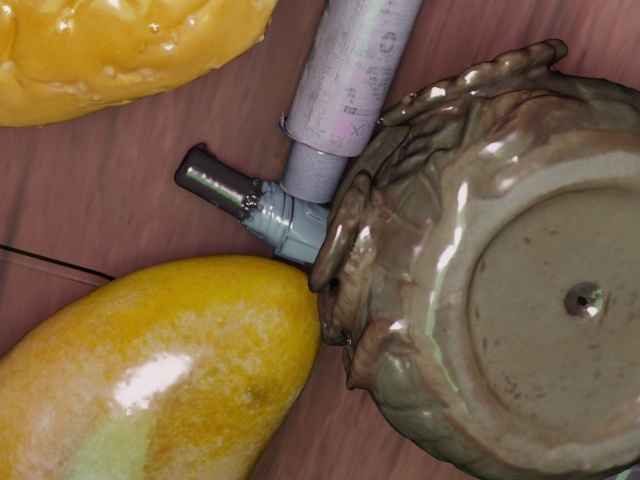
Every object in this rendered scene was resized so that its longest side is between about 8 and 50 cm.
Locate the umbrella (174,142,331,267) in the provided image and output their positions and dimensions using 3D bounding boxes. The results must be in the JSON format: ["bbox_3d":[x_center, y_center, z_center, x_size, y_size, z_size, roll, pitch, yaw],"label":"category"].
[{"bbox_3d":[0.000,0.002,0.945,0.250,0.053,0.052,28,116,-15],"label":"umbrella"}]

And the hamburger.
[{"bbox_3d":[-0.176,-0.222,0.773,0.318,0.158,0.319,0,116,1],"label":"hamburger"}]

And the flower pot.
[{"bbox_3d":[0.130,0.012,0.830,0.301,0.213,0.302,-2,104,-10],"label":"flower pot"}]

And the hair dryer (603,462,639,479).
[{"bbox_3d":[0.287,0.286,1.077,0.301,0.121,0.361,5,113,-11],"label":"hair dryer"}]

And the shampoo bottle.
[{"bbox_3d":[0.022,-0.127,0.870,0.072,0.072,0.214,17,117,-8],"label":"shampoo bottle"}]

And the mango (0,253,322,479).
[{"bbox_3d":[-0.155,0.151,0.955,0.384,0.199,0.221,-36,105,9],"label":"mango"}]
